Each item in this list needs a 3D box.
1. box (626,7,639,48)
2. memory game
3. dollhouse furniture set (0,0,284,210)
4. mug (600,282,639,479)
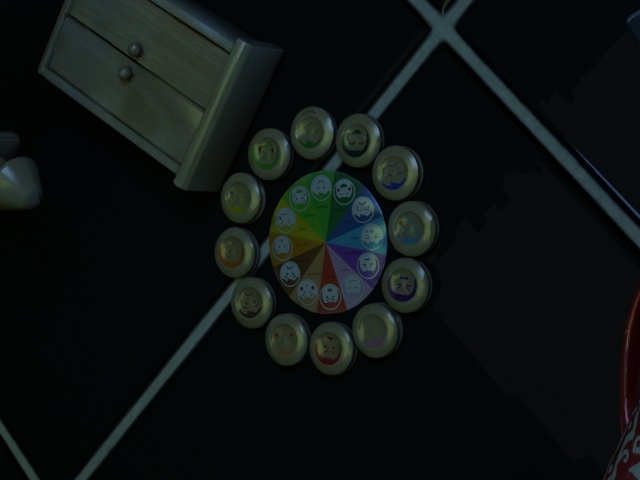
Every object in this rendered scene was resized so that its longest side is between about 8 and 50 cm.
[{"bbox_3d":[0.355,-0.060,0.647,0.294,0.183,0.296,-37,72,31],"label":"box"},{"bbox_3d":[0.000,0.000,1.003,0.186,0.012,0.186,1,91,35],"label":"memory game"},{"bbox_3d":[-0.200,-0.139,0.933,0.174,0.355,0.303,35,109,29],"label":"dollhouse furniture set"},{"bbox_3d":[0.222,0.095,0.810,0.113,0.150,0.169,21,111,-4],"label":"mug"}]
